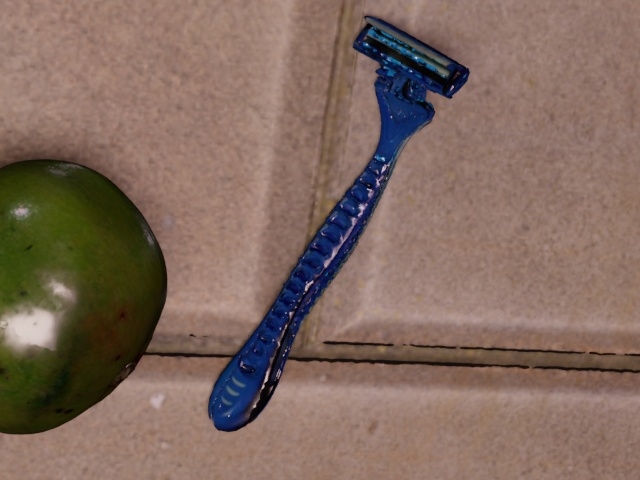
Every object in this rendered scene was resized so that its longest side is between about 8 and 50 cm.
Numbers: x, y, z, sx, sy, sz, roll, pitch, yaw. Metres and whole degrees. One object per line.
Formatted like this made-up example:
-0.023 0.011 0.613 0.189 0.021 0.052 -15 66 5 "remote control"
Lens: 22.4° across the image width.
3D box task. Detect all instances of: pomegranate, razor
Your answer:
-0.213 0.018 1.063 0.225 0.187 0.187 38 91 -1 "pomegranate"
0.007 0.001 1.192 0.056 0.093 0.324 11 108 -58 "razor"
